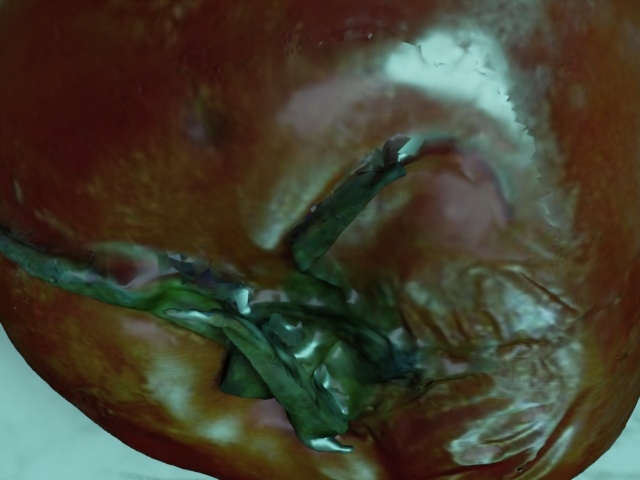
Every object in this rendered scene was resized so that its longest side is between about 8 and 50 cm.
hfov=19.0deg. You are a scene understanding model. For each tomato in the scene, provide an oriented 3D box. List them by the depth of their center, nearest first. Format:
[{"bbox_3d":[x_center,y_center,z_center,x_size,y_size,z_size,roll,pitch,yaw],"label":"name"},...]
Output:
[{"bbox_3d":[0.001,0.001,0.537,0.227,0.101,0.228,5,127,6],"label":"tomato"}]
